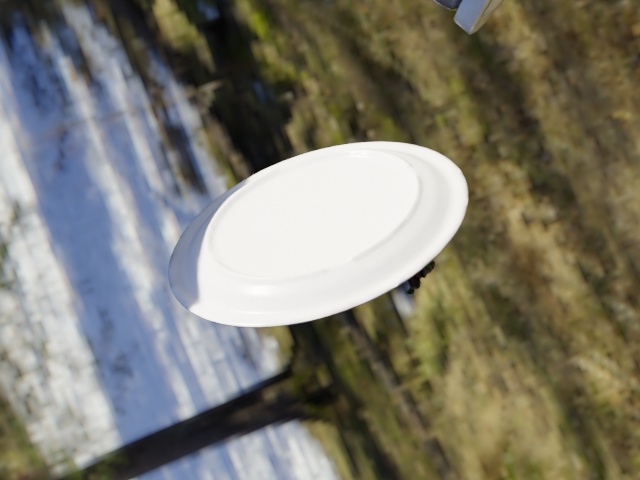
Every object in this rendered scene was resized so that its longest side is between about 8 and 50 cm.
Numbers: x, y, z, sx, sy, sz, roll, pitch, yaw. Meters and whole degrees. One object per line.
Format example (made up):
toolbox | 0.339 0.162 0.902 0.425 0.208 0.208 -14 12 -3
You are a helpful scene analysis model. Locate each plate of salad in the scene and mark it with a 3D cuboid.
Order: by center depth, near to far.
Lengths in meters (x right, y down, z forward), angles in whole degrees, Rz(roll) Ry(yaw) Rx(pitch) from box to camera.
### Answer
plate of salad | 0.000 0.000 1.097 0.200 0.200 0.048 39 153 55

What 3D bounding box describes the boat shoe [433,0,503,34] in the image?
boat shoe | 0.105 -0.237 0.888 0.096 0.324 0.116 31 145 -4
